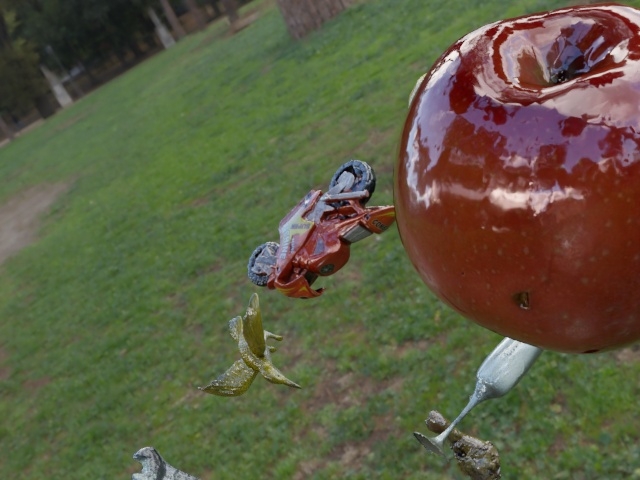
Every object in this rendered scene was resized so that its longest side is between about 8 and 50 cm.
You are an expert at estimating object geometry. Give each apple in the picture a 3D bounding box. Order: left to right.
[{"bbox_3d":[0.179,-0.047,0.632,0.260,0.217,0.260,-7,38,5],"label":"apple"}]

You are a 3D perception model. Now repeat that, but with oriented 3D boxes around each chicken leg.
[{"bbox_3d":[0.290,0.413,1.723,0.069,0.198,0.085,-47,3,-36],"label":"chicken leg"}]

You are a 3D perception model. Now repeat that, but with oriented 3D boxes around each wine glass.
[{"bbox_3d":[0.253,0.219,1.298,0.262,0.074,0.074,-44,22,-13],"label":"wine glass"}]

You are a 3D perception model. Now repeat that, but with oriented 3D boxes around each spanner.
[{"bbox_3d":[-0.145,0.389,1.276,0.017,0.302,0.071,-42,27,50],"label":"spanner"}]

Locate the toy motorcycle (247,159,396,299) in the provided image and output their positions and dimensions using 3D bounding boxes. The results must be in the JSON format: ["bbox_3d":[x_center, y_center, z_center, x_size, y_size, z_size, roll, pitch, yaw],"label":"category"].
[{"bbox_3d":[-0.002,-0.002,1.460,0.298,0.089,0.171,-43,45,16],"label":"toy motorcycle"}]

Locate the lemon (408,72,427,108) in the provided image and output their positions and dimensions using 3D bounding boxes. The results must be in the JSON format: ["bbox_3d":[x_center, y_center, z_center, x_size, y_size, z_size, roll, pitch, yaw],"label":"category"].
[{"bbox_3d":[0.127,-0.151,0.928,0.065,0.065,0.092,-20,1,28],"label":"lemon"}]

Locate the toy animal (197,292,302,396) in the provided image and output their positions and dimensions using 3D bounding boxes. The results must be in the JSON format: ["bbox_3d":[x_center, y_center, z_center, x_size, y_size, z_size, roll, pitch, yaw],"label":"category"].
[{"bbox_3d":[-0.089,0.177,1.360,0.095,0.155,0.219,-62,-5,-60],"label":"toy animal"}]
